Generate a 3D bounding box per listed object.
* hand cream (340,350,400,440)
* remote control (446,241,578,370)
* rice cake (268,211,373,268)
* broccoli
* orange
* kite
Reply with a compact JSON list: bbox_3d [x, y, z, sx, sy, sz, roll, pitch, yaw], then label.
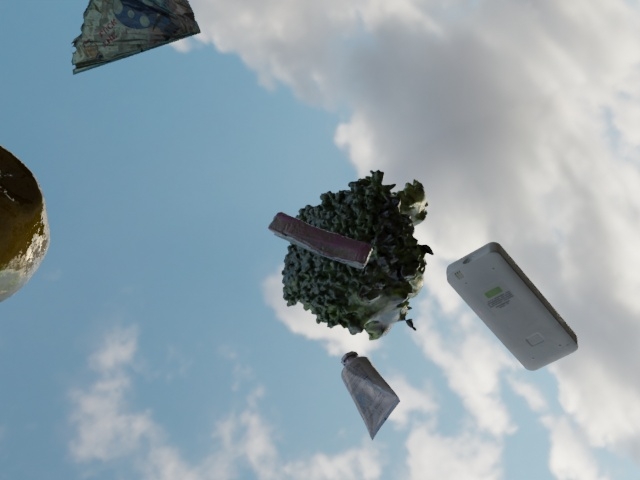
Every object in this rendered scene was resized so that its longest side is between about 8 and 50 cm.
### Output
[{"bbox_3d":[0.073,0.228,1.482,0.053,0.084,0.142,11,-150,-37],"label":"hand cream"},{"bbox_3d":[0.308,0.110,1.533,0.250,0.103,0.034,45,-151,-24],"label":"remote control"},{"bbox_3d":[0.000,0.000,1.586,0.206,0.047,0.036,22,170,35],"label":"rice cake"},{"bbox_3d":[0.087,0.057,1.847,0.281,0.348,0.293,13,-122,-37],"label":"broccoli"},{"bbox_3d":[-0.533,-0.031,1.410,0.279,0.235,0.279,26,-143,-22],"label":"orange"},{"bbox_3d":[-0.358,-0.456,1.689,0.368,0.406,0.014,31,-151,10],"label":"kite"}]
